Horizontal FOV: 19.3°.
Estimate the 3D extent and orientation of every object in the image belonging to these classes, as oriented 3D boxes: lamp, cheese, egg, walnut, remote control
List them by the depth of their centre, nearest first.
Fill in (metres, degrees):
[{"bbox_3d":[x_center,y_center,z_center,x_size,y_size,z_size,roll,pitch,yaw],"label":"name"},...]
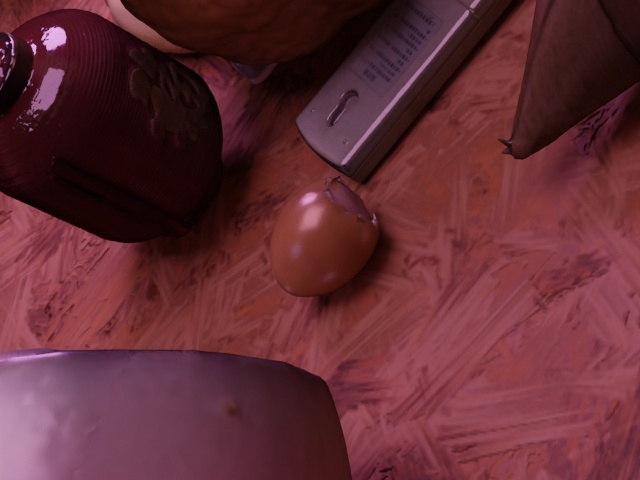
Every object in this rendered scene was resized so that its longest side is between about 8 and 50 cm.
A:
[{"bbox_3d":[-0.146,0.269,1.261,0.354,0.354,0.340,-16,70,35],"label":"egg"},{"bbox_3d":[0.000,0.000,1.488,0.096,0.080,0.080,-48,41,18],"label":"egg"},{"bbox_3d":[0.075,-0.158,1.554,0.233,0.038,0.098,-50,41,6],"label":"remote control"},{"bbox_3d":[-0.062,-0.304,1.577,0.306,0.306,0.344,-48,46,7],"label":"walnut"},{"bbox_3d":[-0.190,-0.092,1.591,0.180,0.258,0.180,-21,57,37],"label":"lamp"},{"bbox_3d":[-0.105,-0.211,1.748,0.127,0.050,0.255,-51,43,2],"label":"cheese"}]

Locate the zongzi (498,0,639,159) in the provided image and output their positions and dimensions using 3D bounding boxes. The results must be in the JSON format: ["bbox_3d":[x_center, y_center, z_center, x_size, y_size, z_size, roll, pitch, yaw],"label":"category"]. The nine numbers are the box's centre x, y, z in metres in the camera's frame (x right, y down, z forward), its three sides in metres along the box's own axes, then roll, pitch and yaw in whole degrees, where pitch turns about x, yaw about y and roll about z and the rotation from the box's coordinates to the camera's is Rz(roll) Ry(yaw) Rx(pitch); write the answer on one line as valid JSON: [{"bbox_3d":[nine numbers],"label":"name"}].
[{"bbox_3d":[0.222,-0.371,1.441,0.467,0.218,0.500,-43,39,23],"label":"zongzi"}]
